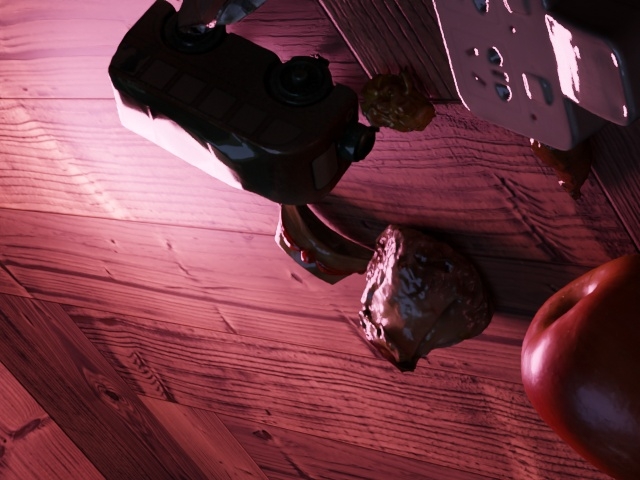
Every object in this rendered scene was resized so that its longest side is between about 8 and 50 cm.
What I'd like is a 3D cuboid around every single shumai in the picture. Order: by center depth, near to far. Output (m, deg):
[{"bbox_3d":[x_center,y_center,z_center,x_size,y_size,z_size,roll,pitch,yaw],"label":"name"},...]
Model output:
[{"bbox_3d":[0.105,0.078,2.109,0.184,0.142,0.184,30,156,15],"label":"shumai"}]

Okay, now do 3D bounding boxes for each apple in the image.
[{"bbox_3d":[0.341,0.147,1.799,0.241,0.242,0.242,47,154,-5],"label":"apple"}]

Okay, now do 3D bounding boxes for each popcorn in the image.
[{"bbox_3d":[0.076,-0.141,1.855,0.084,0.084,0.084,31,154,17],"label":"popcorn"}]

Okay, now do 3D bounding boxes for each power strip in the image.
[{"bbox_3d":[0.226,-0.203,1.520,0.261,0.141,0.229,28,146,47],"label":"power strip"}]

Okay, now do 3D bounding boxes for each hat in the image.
[{"bbox_3d":[-0.103,-0.267,1.830,0.081,0.122,0.166,64,177,-15],"label":"hat"}]

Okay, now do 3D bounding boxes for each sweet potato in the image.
[{"bbox_3d":[0.242,-0.098,1.722,0.068,0.068,0.226,25,152,27],"label":"sweet potato"}]

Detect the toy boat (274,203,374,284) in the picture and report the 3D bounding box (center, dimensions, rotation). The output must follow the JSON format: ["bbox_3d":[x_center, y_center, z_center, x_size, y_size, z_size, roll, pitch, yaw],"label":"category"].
[{"bbox_3d":[-0.001,0.000,2.206,0.185,0.071,0.089,39,-163,0],"label":"toy boat"}]

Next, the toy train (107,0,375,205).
[{"bbox_3d":[-0.095,-0.156,1.971,0.326,0.159,0.129,27,155,20],"label":"toy train"}]
